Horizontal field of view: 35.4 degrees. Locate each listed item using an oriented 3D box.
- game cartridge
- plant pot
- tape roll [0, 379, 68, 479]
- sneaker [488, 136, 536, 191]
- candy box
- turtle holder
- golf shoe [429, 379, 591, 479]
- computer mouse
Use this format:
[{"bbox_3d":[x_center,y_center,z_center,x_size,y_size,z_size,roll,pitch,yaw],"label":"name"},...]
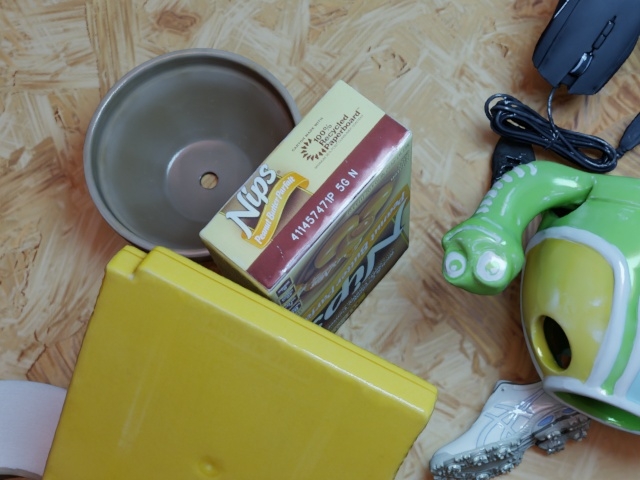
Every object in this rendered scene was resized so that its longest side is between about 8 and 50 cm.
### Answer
[{"bbox_3d":[-0.088,0.182,0.874,0.285,0.324,0.053,27,32,4],"label":"game cartridge"},{"bbox_3d":[-0.130,-0.081,1.104,0.237,0.110,0.237,-1,73,4],"label":"plant pot"},{"bbox_3d":[-0.320,0.339,1.014,0.392,0.072,0.392,-1,74,3],"label":"tape roll"},{"bbox_3d":[0.207,-0.052,1.086,0.051,0.089,0.170,10,75,7],"label":"sneaker"},{"bbox_3d":[0.000,0.000,0.964,0.087,0.316,0.183,39,79,15],"label":"candy box"},{"bbox_3d":[0.294,0.050,0.944,0.243,0.320,0.227,11,73,45],"label":"turtle holder"},{"bbox_3d":[0.187,0.191,1.040,0.176,0.069,0.086,-20,54,-5],"label":"golf shoe"},{"bbox_3d":[0.313,-0.192,1.062,0.184,0.060,0.262,26,106,-16],"label":"computer mouse"}]
